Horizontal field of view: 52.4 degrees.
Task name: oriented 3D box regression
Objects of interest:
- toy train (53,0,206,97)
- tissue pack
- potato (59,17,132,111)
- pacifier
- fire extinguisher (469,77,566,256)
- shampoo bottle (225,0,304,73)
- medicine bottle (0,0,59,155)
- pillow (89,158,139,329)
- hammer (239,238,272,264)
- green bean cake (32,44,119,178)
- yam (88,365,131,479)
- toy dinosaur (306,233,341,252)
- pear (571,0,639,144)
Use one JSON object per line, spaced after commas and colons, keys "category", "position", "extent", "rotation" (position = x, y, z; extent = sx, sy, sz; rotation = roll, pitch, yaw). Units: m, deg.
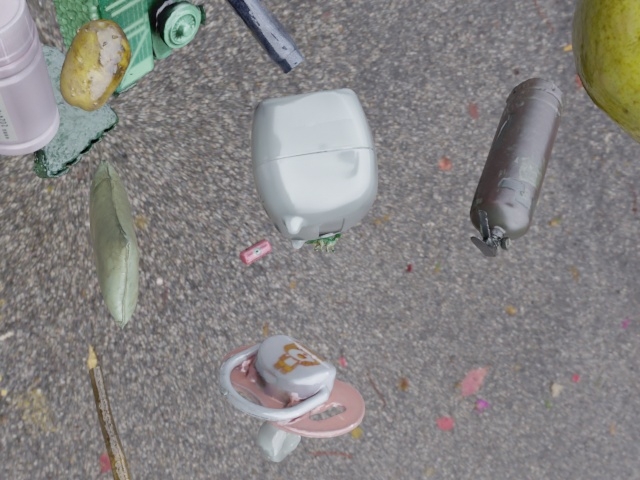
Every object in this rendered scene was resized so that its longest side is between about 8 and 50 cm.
{"category": "toy train", "position": [-0.222, -0.293, 0.747], "extent": [0.115, 0.269, 0.154], "rotation": [42, 65, 11]}
{"category": "tissue pack", "position": [-0.009, -0.121, 1.218], "extent": [0.229, 0.333, 0.236], "rotation": [-9, 83, -2]}
{"category": "potato", "position": [-0.193, -0.149, 0.557], "extent": [0.051, 0.040, 0.083], "rotation": [40, 111, 13]}
{"category": "pacifier", "position": [-0.065, 0.318, 1.337], "extent": [0.220, 0.332, 0.273], "rotation": [-42, 137, -22]}
{"category": "fire extinguisher", "position": [0.225, -0.084, 0.765], "extent": [0.268, 0.072, 0.089], "rotation": [-64, 144, -29]}
{"category": "shampoo bottle", "position": [-0.114, -0.375, 1.052], "extent": [0.049, 0.087, 0.234], "rotation": [-36, 103, 15]}
{"category": "medicine bottle", "position": [-0.446, -0.236, 0.896], "extent": [0.133, 0.250, 0.133], "rotation": [5, 64, -11]}
{"category": "pillow", "position": [-0.373, -0.004, 1.172], "extent": [0.075, 0.302, 0.185], "rotation": [-3, 125, -24]}
{"category": "hammer", "position": [-0.160, 0.029, 1.610], "extent": [0.083, 0.043, 0.043], "rotation": [-29, 109, -18]}
{"category": "green bean cake", "position": [-0.537, -0.251, 1.282], "extent": [0.193, 0.107, 0.208], "rotation": [-48, 119, -21]}
{"category": "yam", "position": [-0.562, 0.492, 1.728], "extent": [0.045, 0.045, 0.327], "rotation": [-19, 71, -9]}
{"category": "toy dinosaur", "position": [0.001, 0.000, 1.801], "extent": [0.119, 0.029, 0.060], "rotation": [7, 86, 18]}
{"category": "pear", "position": [0.283, -0.155, 0.467], "extent": [0.197, 0.197, 0.197], "rotation": [-4, 102, -19]}
